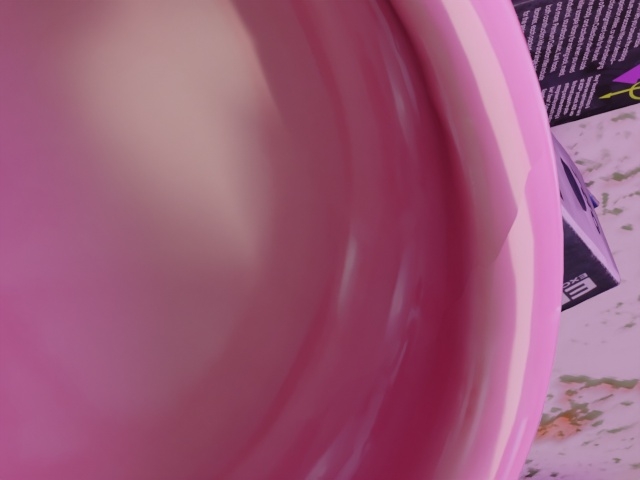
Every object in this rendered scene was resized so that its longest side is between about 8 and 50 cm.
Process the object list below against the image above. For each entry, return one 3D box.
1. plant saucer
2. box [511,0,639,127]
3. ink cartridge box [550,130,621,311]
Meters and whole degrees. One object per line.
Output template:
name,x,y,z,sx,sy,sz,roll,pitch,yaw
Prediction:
plant saucer,-0.114,-0.004,0.414,0.332,0.084,0.332,0,120,0
box,0.088,-0.074,0.633,0.162,0.029,0.116,-14,160,-5
ink cartridge box,0.000,0.000,0.612,0.165,0.065,0.333,-26,159,14
